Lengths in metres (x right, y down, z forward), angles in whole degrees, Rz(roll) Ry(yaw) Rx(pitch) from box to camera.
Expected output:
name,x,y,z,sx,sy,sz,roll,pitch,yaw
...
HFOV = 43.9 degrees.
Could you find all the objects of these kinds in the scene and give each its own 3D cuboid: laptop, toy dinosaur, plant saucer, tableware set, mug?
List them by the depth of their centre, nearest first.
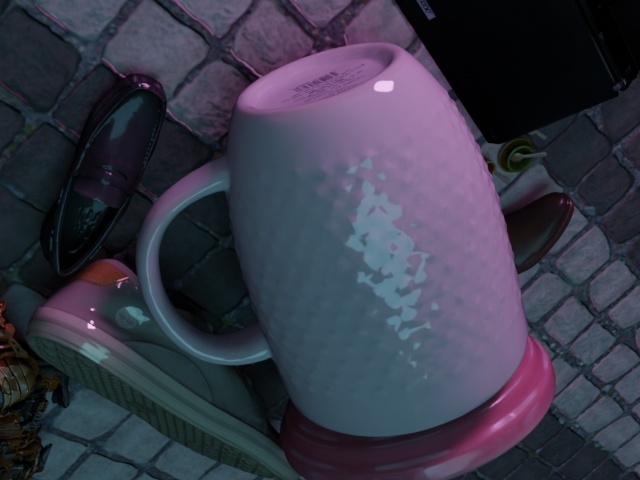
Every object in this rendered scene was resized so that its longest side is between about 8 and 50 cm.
name,x,y,z,sx,sy,sz,roll,pitch,yaw
mug,0.000,0.000,0.809,0.374,0.276,0.327,-19,117,-2
toy dinosaur,-0.387,0.153,0.863,0.219,0.164,0.321,-17,110,-29
laptop,0.255,-0.272,0.873,0.264,0.137,0.234,-52,124,-16
plant saucer,0.103,0.165,0.941,0.332,0.332,0.084,-22,105,-7
tableware set,0.246,-0.139,0.965,0.104,0.024,0.154,24,111,-32

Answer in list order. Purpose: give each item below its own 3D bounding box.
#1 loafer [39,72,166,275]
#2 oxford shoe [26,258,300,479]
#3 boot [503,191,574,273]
name,x,y,z,sx,sy,sz,roll,pitch,yaw
loafer,-0.215,-0.061,0.798,0.076,0.078,0.223,21,113,-32
oxford shoe,-0.148,0.172,0.952,0.449,0.169,0.130,49,52,-39
boot,0.215,-0.005,1.008,0.219,0.082,0.106,-40,130,9
